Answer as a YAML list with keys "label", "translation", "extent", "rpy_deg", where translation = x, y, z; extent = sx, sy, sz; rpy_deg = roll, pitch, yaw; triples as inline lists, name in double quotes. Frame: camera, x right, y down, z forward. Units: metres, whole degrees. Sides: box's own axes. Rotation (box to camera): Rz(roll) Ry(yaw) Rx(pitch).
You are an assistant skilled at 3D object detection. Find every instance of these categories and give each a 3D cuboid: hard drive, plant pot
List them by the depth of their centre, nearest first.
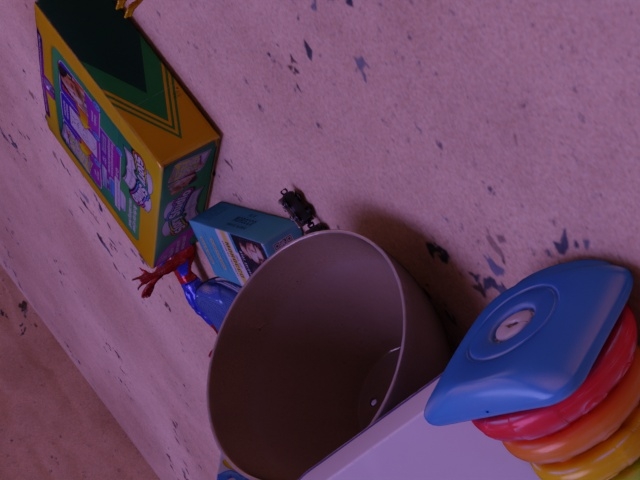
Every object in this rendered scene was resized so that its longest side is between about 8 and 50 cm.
- label: "hard drive"
  translation: [0.160, 0.283, 1.074]
  extent: [0.318, 0.210, 0.040]
  rpy_deg: [43, -157, -18]
- label: "plant pot"
  translation: [0.038, 0.154, 1.227]
  extent: [0.191, 0.284, 0.284]
  rpy_deg: [30, 180, -41]

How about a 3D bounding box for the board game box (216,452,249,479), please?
- label: "board game box"
  translation: [-0.087, 0.388, 1.714]
  extent: [0.144, 0.142, 0.275]
  rpy_deg: [92, -176, -55]

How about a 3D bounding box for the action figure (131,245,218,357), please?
- label: "action figure"
  translation: [-0.246, 0.102, 1.881]
  extent: [0.091, 0.139, 0.280]
  rpy_deg: [15, 131, 57]

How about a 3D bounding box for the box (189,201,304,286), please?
- label: "box"
  translation: [-0.092, 0.015, 1.530]
  extent: [0.244, 0.060, 0.100]
  rpy_deg: [15, 134, 59]

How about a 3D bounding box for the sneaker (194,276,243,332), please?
- label: "sneaker"
  translation: [-0.098, 0.194, 1.668]
  extent: [0.330, 0.147, 0.130]
  rpy_deg: [50, 157, 21]

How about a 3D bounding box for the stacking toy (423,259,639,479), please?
- label: "stacking toy"
  translation: [0.252, 0.178, 0.941]
  extent: [0.302, 0.166, 0.175]
  rpy_deg: [50, 142, -13]

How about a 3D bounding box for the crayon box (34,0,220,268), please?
- label: "crayon box"
  translation: [-0.294, -0.165, 1.655]
  extent: [0.313, 0.106, 0.363]
  rpy_deg: [51, 158, 12]

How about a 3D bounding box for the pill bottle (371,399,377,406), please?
- label: "pill bottle"
  translation: [0.062, 0.232, 1.461]
  extent: [0.087, 0.087, 0.160]
  rpy_deg: [40, 153, 37]

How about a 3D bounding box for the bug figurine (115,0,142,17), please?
- label: "bug figurine"
  translation: [-0.241, -0.389, 1.287]
  extent: [0.216, 0.072, 0.279]
  rpy_deg: [51, 153, -1]

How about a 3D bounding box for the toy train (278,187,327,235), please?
- label: "toy train"
  translation: [0.000, 0.000, 1.365]
  extent: [0.158, 0.027, 0.036]
  rpy_deg: [53, 168, 10]
